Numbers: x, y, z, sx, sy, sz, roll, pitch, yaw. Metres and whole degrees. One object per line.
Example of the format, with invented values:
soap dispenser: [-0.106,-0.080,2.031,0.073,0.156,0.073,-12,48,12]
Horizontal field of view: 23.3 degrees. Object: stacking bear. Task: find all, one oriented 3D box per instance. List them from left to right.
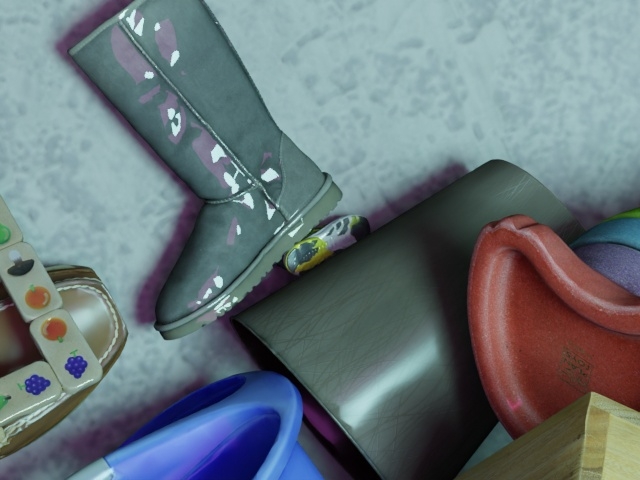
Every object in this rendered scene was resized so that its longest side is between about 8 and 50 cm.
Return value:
stacking bear: [0.253,0.036,1.056,0.289,0.175,0.164,-25,137,-38]

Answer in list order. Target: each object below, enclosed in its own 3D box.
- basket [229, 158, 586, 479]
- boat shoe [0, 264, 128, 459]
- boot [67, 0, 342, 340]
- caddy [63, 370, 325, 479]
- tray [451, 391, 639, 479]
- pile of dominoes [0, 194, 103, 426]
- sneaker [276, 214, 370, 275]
basket: [0.085,0.061,1.130,0.227,0.154,0.204,-40,100,-11]
boat shoe: [-0.278,0.128,1.058,0.324,0.120,0.122,-31,101,-9]
boot: [-0.105,-0.061,1.108,0.189,0.076,0.208,-47,111,-21]
caddy: [-0.126,0.233,1.044,0.341,0.241,0.179,-42,109,-6]
tray: [0.148,0.236,1.038,0.203,0.411,0.076,24,57,-15]
pile of dominoes: [-0.285,0.025,1.016,0.196,0.040,0.251,-26,65,-21]
sneaker: [0.000,0.000,1.162,0.083,0.035,0.031,-21,109,-33]
